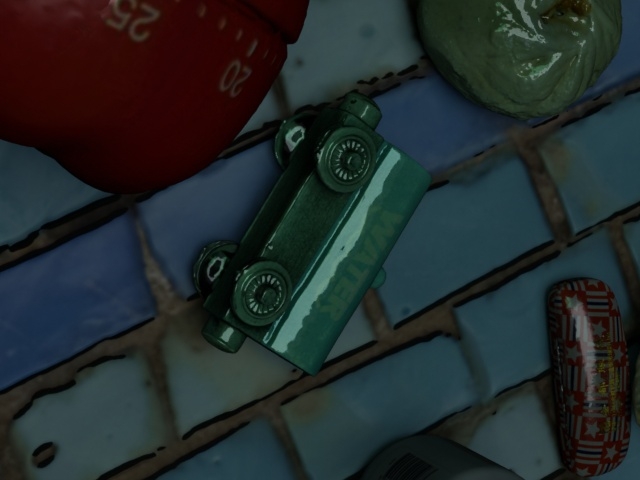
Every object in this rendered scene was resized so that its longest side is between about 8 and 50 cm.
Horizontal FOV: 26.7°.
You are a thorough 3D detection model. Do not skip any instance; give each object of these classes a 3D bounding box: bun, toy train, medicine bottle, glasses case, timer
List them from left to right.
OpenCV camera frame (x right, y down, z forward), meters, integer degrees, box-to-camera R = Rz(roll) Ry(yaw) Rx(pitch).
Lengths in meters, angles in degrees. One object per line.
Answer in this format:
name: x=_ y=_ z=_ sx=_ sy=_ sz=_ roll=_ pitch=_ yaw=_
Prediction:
timer: x=-0.190 y=-0.208 z=0.907 sx=0.378 sy=0.378 sz=0.279 roll=26 pitch=94 yaw=-22
toy train: x=0.000 y=0.000 z=1.163 sx=0.159 sy=0.101 sz=0.248 roll=34 pitch=84 yaw=-35
medicine bottle: x=0.125 y=0.254 z=1.168 sx=0.135 sy=0.215 sz=0.135 roll=-3 pitch=97 yaw=-21
bun: x=0.183 y=-0.207 z=1.197 sx=0.195 sy=0.118 sz=0.195 roll=-2 pitch=96 yaw=-18
glasses case: x=0.264 y=0.132 z=1.299 sx=0.073 sy=0.049 sz=0.195 roll=-11 pitch=100 yaw=-21

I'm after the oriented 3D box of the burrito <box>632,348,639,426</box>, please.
burrito: x=0.404 y=0.050 z=1.315 sx=0.175 sy=0.107 sz=0.348 roll=17 pitch=91 yaw=-46
